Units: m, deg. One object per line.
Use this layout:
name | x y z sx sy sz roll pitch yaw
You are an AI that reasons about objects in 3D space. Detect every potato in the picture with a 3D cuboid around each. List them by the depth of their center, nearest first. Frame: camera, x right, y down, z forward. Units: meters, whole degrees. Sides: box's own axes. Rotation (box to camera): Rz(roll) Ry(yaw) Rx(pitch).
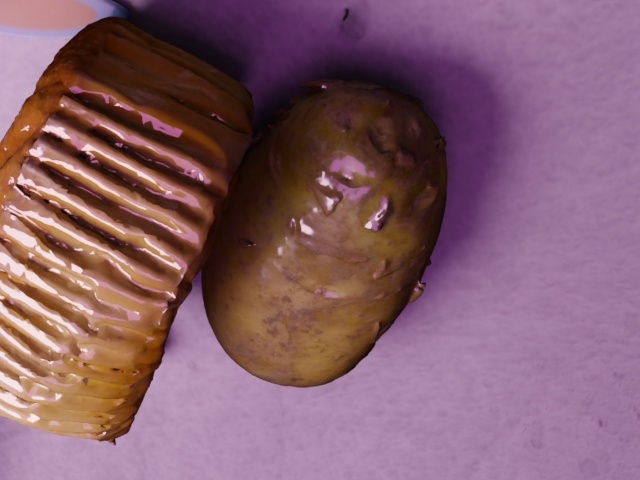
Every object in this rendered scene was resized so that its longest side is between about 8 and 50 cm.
potato | 0.000 0.000 0.841 0.149 0.113 0.251 12 132 -10

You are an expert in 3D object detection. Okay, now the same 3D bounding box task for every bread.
bread | -0.141 -0.005 0.782 0.143 0.227 0.253 23 129 -5

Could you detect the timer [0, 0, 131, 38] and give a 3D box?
timer | -0.241 -0.164 0.719 0.256 0.175 0.175 8 123 -6
